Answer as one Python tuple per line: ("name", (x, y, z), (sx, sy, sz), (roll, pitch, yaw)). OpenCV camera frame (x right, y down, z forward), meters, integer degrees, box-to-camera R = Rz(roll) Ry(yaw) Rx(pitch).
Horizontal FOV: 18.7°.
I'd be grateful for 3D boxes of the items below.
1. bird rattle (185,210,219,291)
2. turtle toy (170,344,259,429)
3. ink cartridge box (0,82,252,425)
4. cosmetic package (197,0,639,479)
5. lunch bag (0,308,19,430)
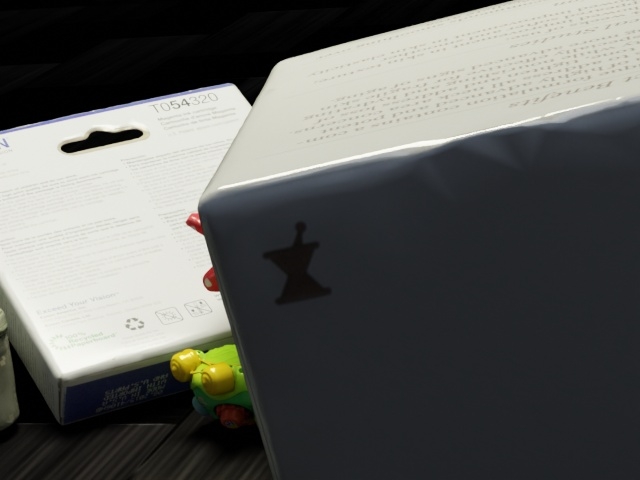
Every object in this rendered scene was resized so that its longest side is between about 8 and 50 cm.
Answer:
("bird rattle", (0.000, 0.000, 1.555), (0.253, 0.143, 0.207), (18, -4, 21))
("turtle toy", (-0.056, 0.119, 1.561), (0.095, 0.066, 0.130), (-16, 19, -31))
("ink cartridge box", (-0.150, 0.002, 1.772), (0.324, 0.071, 0.330), (-14, 44, -25))
("cosmetic package", (0.141, 0.038, 1.234), (0.329, 0.327, 0.393), (-12, 15, 9))
("lunch bag", (-0.419, 0.051, 1.591), (0.305, 0.256, 0.212), (-14, 17, -23))
